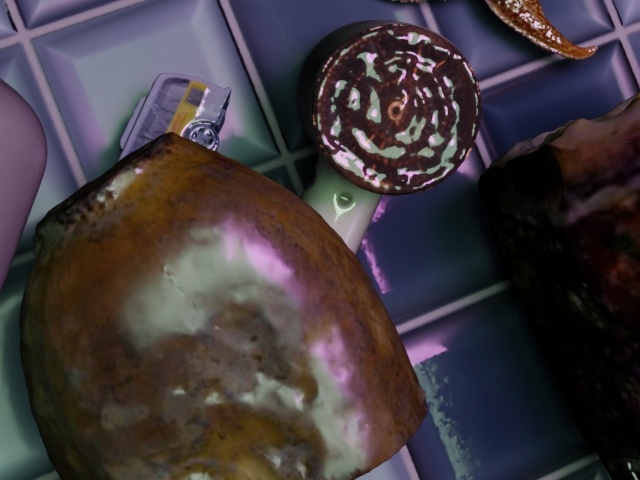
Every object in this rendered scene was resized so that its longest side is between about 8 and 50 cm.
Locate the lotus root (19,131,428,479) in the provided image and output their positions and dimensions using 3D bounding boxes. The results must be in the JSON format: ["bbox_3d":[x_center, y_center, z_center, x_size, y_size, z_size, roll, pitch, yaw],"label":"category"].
[{"bbox_3d":[-0.095,0.064,1.075,0.267,0.149,0.260,-18,104,15],"label":"lotus root"}]

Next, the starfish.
[{"bbox_3d":[0.148,-0.240,1.307,0.238,0.057,0.213,-21,82,-17],"label":"starfish"}]

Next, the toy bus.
[{"bbox_3d":[-0.133,-0.041,1.204,0.075,0.064,0.190,21,78,0],"label":"toy bus"}]

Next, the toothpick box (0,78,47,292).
[{"bbox_3d":[-0.318,-0.015,1.061,0.229,0.229,0.316,21,78,-12],"label":"toothpick box"}]

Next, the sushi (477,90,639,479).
[{"bbox_3d":[0.312,0.015,1.206,0.299,0.281,0.294,-24,90,-2],"label":"sushi"}]

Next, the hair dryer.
[{"bbox_3d":[0.000,0.000,1.188,0.128,0.203,0.362,24,97,-7],"label":"hair dryer"}]
